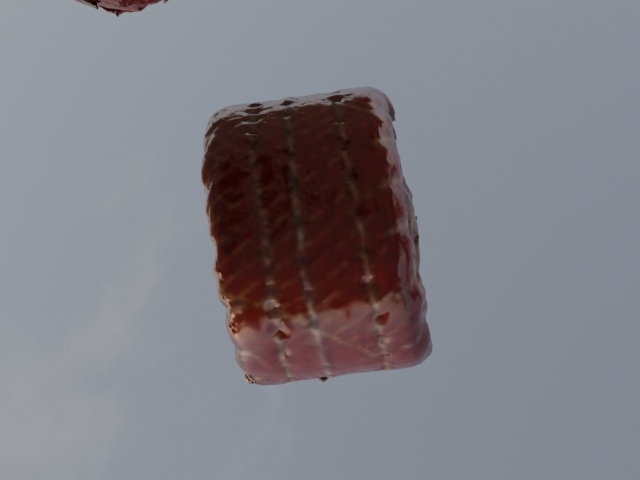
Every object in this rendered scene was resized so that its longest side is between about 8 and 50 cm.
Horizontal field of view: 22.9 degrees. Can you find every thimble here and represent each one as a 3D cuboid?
[{"bbox_3d":[0.000,0.000,1.843,0.230,0.350,0.350,-8,-128,4],"label":"thimble"}]

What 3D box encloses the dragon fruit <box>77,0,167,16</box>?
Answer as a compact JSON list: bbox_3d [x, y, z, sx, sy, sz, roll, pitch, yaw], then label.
[{"bbox_3d":[-0.205,-0.354,1.585,0.241,0.241,0.252,-6,-101,30],"label":"dragon fruit"}]
